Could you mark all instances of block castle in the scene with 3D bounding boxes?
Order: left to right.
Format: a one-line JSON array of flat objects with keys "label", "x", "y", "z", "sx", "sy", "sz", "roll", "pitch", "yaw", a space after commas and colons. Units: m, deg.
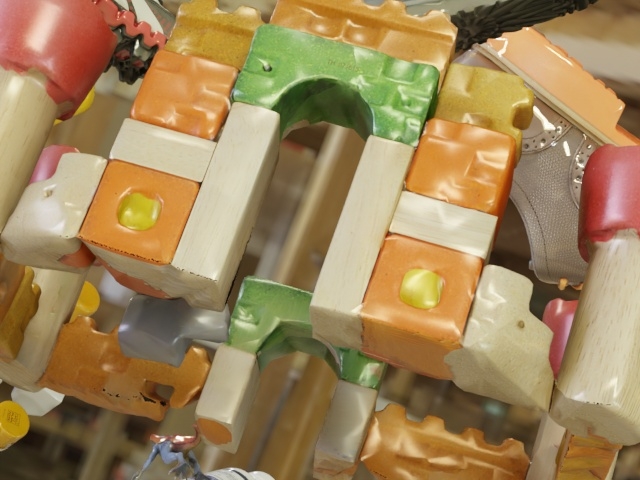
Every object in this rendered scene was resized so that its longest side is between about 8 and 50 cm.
[{"label": "block castle", "x": 0.000, "y": 0.000, "z": 1.113, "sx": 0.453, "sy": 0.212, "sz": 0.303, "roll": 16, "pitch": -24, "yaw": 7}]

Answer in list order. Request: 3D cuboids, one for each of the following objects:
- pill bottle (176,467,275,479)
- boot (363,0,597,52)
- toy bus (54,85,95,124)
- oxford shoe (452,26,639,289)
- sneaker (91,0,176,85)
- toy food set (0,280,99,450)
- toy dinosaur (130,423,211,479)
[{"label": "pill bottle", "x": -0.121, "y": 0.313, "z": 2.087, "sx": 0.094, "sy": 0.094, "sz": 0.169, "roll": 19, "pitch": 15, "yaw": 35}, {"label": "boot", "x": 0.076, "y": -0.224, "z": 1.121, "sx": 0.190, "sy": 0.208, "sz": 0.076, "roll": -14, "pitch": -16, "yaw": 10}, {"label": "toy bus", "x": -0.264, "y": -0.122, "z": 1.330, "sx": 0.202, "sy": 0.191, "sz": 0.104, "roll": 41, "pitch": 30, "yaw": 10}, {"label": "oxford shoe", "x": 0.224, "y": -0.002, "z": 1.303, "sx": 0.364, "sy": 0.132, "sz": 0.130, "roll": 41, "pitch": 5, "yaw": 5}, {"label": "sneaker", "x": -0.211, "y": -0.251, "z": 1.769, "sx": 0.276, "sy": 0.135, "sz": 0.098, "roll": 34, "pitch": -26, "yaw": -29}, {"label": "toy food set", "x": -0.320, "y": 0.122, "z": 1.836, "sx": 0.111, "sy": 0.232, "sz": 0.104, "roll": 40, "pitch": -51, "yaw": -19}, {"label": "toy dinosaur", "x": -0.114, "y": 0.168, "z": 1.460, "sx": 0.047, "sy": 0.090, "sz": 0.082, "roll": 17, "pitch": 20, "yaw": -31}]
